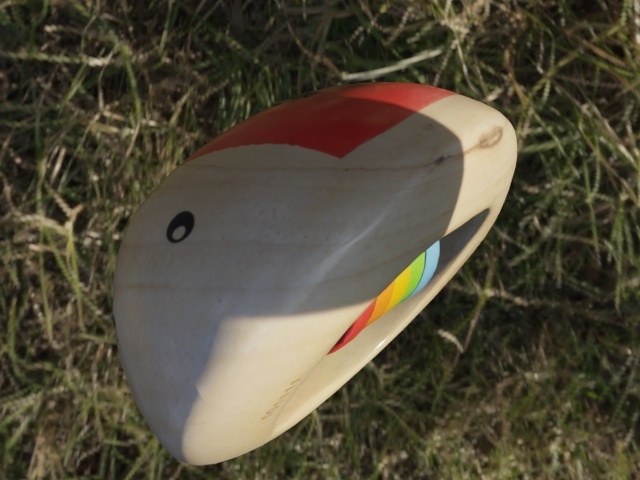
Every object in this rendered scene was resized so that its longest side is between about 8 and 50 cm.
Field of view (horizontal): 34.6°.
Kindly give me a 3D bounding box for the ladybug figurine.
[{"bbox_3d":[0.000,0.000,0.782,0.162,0.449,0.305,42,117,12],"label":"ladybug figurine"}]
